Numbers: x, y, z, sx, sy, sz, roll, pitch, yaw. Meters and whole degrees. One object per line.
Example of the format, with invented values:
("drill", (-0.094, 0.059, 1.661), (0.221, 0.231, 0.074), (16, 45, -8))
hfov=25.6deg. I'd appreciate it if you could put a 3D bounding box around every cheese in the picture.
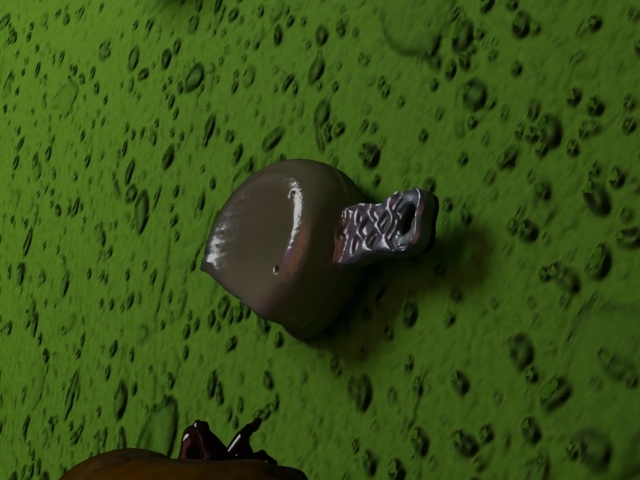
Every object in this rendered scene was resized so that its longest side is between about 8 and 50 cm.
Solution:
("cheese", (-0.002, 0.007, 0.715), (0.171, 0.047, 0.092), (20, 91, 57))

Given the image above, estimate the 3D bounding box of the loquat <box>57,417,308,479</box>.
("loquat", (-0.063, 0.183, 0.594), (0.187, 0.176, 0.234), (-10, 55, 54))
